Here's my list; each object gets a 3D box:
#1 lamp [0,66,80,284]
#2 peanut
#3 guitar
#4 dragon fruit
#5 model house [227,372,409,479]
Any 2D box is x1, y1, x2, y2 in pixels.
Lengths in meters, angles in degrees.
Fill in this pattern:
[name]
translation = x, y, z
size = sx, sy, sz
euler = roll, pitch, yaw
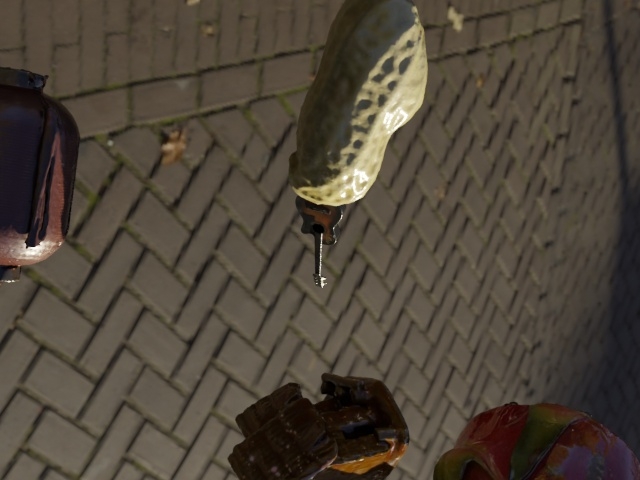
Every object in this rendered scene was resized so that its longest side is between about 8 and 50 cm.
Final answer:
[lamp]
translation = -0.364, -0.070, 1.280
size = 0.180, 0.180, 0.258
euler = 6, 92, -50
[peanut]
translation = 0.052, -0.184, 1.474
size = 0.152, 0.152, 0.313
euler = -1, 120, -49
[guitar]
translation = 0.000, 0.000, 1.999
size = 0.233, 0.088, 0.025
euler = 90, 21, -43
[dragon fruit]
translation = 0.278, 0.387, 1.459
size = 0.226, 0.305, 0.306
euler = -56, 142, -44
[model house]
translation = -0.022, 0.284, 1.570
size = 0.229, 0.199, 0.220
euler = -10, 138, -28
